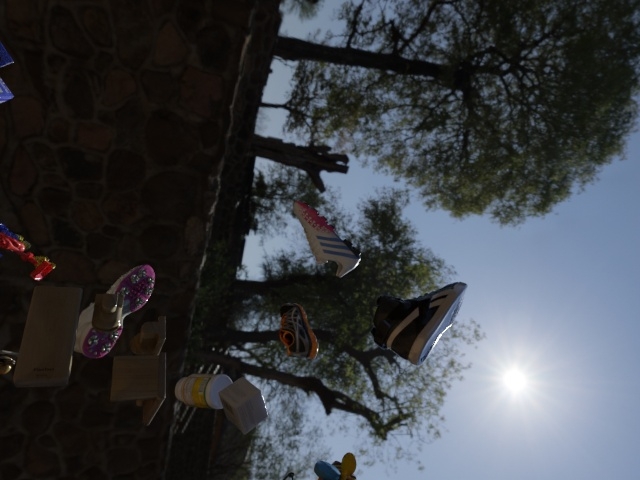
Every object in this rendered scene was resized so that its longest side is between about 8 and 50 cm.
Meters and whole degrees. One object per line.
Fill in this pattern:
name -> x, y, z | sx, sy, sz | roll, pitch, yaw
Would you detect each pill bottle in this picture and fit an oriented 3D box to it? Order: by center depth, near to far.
pill bottle -> -0.424, 0.539, 1.452 | 0.208, 0.117, 0.117 | -11, -114, 33

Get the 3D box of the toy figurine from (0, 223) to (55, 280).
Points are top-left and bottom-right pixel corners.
toy figurine -> -0.792, 0.026, 0.855 | 0.217, 0.362, 0.191 | -53, 165, -18

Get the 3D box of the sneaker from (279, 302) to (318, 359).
sneaker -> -0.080, 0.248, 1.139 | 0.215, 0.083, 0.084 | 49, -49, 54

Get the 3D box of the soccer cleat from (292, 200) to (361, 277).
soccer cleat -> 0.000, 0.000, 1.489 | 0.143, 0.331, 0.116 | -48, -174, -2

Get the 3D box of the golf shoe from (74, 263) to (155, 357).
golf shoe -> -0.604, 0.184, 1.161 | 0.306, 0.140, 0.115 | -64, 147, -41

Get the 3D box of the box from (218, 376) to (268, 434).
box -> -0.219, 0.466, 1.149 | 0.101, 0.087, 0.102 | 12, -59, 48

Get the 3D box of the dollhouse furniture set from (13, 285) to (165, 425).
dollhouse furniture set -> -0.289, 0.154, 0.522 | 0.123, 0.151, 0.144 | -53, -140, 44

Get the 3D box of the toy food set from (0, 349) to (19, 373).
toy food set -> -1.278, 0.495, 1.587 | 0.038, 0.192, 0.132 | 65, 7, 28

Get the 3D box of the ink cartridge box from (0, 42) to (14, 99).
ink cartridge box -> -1.110, -0.476, 1.146 | 0.270, 0.395, 0.151 | 66, -11, -26

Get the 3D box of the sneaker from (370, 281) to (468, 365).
sneaker -> 0.168, 0.114, 0.712 | 0.121, 0.217, 0.079 | 24, -53, 30

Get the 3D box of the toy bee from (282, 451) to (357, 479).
toy bee -> 0.027, 0.656, 1.016 | 0.162, 0.298, 0.195 | 22, -74, 33
